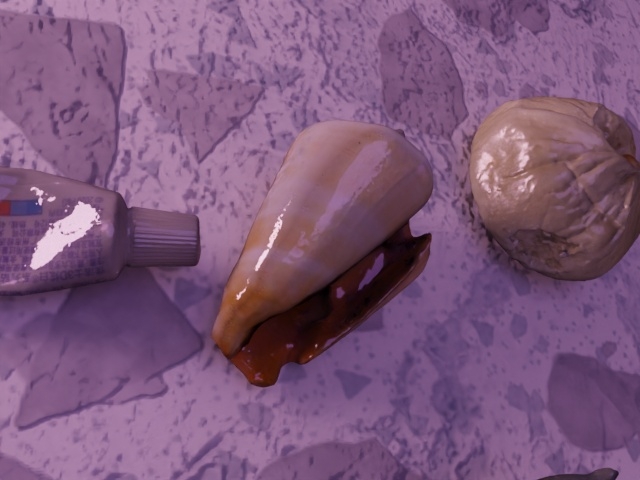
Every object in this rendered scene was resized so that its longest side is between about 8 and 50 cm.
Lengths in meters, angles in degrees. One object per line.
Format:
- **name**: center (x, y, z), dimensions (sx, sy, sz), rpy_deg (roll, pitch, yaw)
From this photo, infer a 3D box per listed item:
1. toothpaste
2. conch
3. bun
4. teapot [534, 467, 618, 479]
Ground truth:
- **toothpaste**: center (-0.232, -0.006, 0.514), dimensions (0.282, 0.068, 0.099), rpy_deg (3, 38, -16)
- **conch**: center (-0.005, -0.004, 0.607), dimensions (0.255, 0.127, 0.158), rpy_deg (-43, 123, -12)
- **bun**: center (0.275, -0.066, 0.747), dimensions (0.220, 0.134, 0.220), rpy_deg (13, 62, -25)
- **teapot**: center (0.182, 0.298, 0.555), dimensions (0.149, 0.162, 0.239), rpy_deg (14, 89, -34)
